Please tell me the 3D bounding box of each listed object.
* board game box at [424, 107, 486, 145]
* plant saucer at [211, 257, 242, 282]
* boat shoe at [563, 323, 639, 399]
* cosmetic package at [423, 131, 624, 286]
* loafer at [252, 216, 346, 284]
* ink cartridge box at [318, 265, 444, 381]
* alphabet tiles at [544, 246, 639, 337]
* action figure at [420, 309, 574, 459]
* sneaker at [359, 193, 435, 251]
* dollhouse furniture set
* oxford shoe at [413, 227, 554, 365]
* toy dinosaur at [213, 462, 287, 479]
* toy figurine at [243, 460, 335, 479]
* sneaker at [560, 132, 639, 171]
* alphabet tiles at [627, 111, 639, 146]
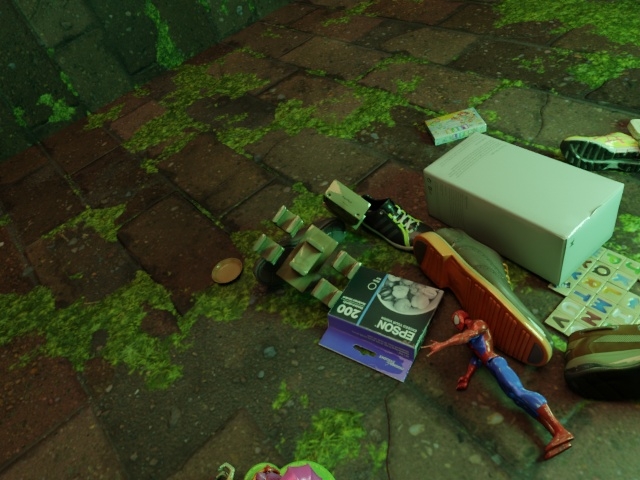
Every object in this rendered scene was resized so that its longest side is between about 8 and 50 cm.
[{"bbox_3d":[0.404,-0.344,1.385,0.154,0.026,0.104,-15,45,3],"label":"board game box"},{"bbox_3d":[-0.240,0.082,1.193,0.083,0.015,0.084,-10,44,10],"label":"plant saucer"},{"bbox_3d":[0.559,0.169,0.729,0.323,0.123,0.120,-12,38,28],"label":"boat shoe"},{"bbox_3d":[0.431,-0.088,1.031,0.196,0.155,0.365,-35,46,-16],"label":"cosmetic package"},{"bbox_3d":[-0.058,0.023,1.152,0.267,0.096,0.084,-31,26,-22],"label":"loafer"},{"bbox_3d":[0.126,0.164,0.972,0.206,0.045,0.208,16,55,30],"label":"ink cartridge box"},{"bbox_3d":[0.559,0.115,0.899,0.237,0.009,0.198,-39,48,-20],"label":"alphabet tiles"},{"bbox_3d":[0.284,0.247,0.802,0.139,0.092,0.280,-27,48,1],"label":"action figure"},{"bbox_3d":[0.173,-0.050,1.124,0.234,0.097,0.084,24,59,35],"label":"sneaker"},{"bbox_3d":[0.000,0.000,1.061,0.212,0.161,0.242,36,85,3],"label":"dollhouse furniture set"},{"bbox_3d":[0.340,0.085,0.922,0.132,0.130,0.364,-20,47,-17],"label":"oxford shoe"},{"bbox_3d":[-0.151,0.441,0.802,0.183,0.053,0.092,-36,64,-23],"label":"toy dinosaur"},{"bbox_3d":[-0.053,0.384,0.708,0.173,0.159,0.130,17,56,15],"label":"toy figurine"},{"bbox_3d":[0.705,-0.227,1.139,0.208,0.082,0.094,14,52,15],"label":"sneaker"},{"bbox_3d":[0.886,-0.234,1.075,0.283,0.021,0.278,4,47,3],"label":"alphabet tiles"}]
